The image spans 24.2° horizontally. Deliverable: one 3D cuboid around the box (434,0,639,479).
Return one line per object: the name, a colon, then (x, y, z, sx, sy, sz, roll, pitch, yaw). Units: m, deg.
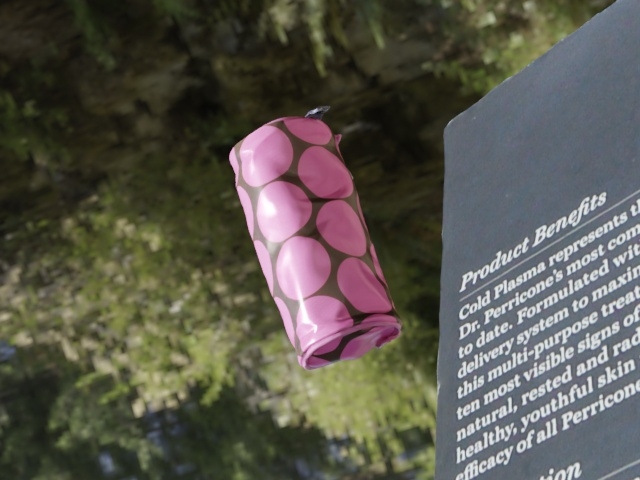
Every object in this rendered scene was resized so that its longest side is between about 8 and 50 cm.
box: (0.321, 0.148, 0.809, 0.480, 0.297, 0.471, 36, -141, -26)

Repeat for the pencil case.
pencil case: (0.000, 0.000, 1.199, 0.098, 0.095, 0.209, 3, -121, -37)
